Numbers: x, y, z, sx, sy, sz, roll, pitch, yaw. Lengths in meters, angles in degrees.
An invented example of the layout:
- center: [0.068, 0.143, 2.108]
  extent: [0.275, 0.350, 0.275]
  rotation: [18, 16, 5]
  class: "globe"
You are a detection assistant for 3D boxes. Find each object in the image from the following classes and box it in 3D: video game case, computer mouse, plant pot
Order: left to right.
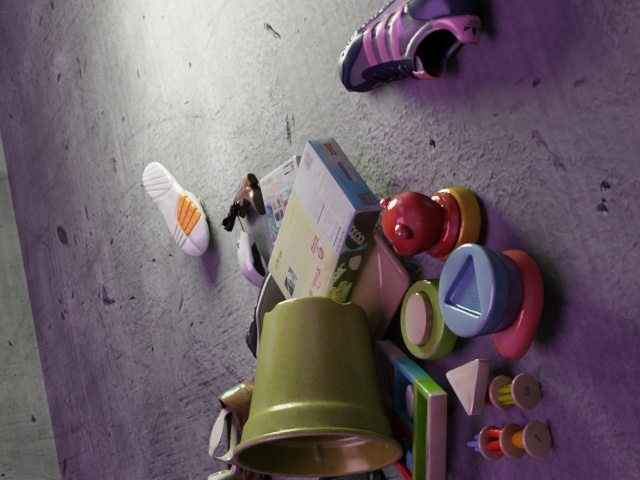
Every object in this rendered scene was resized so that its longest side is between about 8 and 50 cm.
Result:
- center: [-0.162, 0.018, 2.060]
  extent: [0.193, 0.042, 0.106]
  rotation: [66, 152, 11]
  class: "computer mouse"
- center: [-0.068, -0.078, 1.950]
  extent: [0.157, 0.019, 0.143]
  rotation: [-27, 72, 55]
  class: "video game case"
- center: [-0.007, 0.241, 1.627]
  extent: [0.276, 0.276, 0.253]
  rotation: [-41, 44, 52]
  class: "plant pot"

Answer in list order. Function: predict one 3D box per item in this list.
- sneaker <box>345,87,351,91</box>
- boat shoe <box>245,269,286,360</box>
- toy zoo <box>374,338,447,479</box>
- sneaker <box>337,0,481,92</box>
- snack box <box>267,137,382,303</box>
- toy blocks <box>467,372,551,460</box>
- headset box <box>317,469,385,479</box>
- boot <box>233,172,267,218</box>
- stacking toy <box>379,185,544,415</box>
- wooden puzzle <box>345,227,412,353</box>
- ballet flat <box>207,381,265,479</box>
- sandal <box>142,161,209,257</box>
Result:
- center: [0.071, -0.298, 1.677]
  extent: [0.043, 0.040, 0.109]
  rotation: [58, 140, 32]
  class: "sneaker"
- center: [-0.111, 0.145, 1.992]
  extent: [0.079, 0.084, 0.233]
  rotation: [45, 134, 45]
  class: "boat shoe"
- center: [0.137, 0.288, 1.617]
  extent: [0.293, 0.030, 0.192]
  rotation: [-142, 49, -68]
  class: "toy zoo"
- center: [0.132, -0.291, 1.515]
  extent: [0.319, 0.112, 0.131]
  rotation: [-38, 60, 54]
  class: "sneaker"
- center: [0.000, 0.000, 1.736]
  extent: [0.187, 0.060, 0.322]
  rotation: [58, 143, 36]
  class: "snack box"
- center: [0.266, 0.265, 1.444]
  extent: [0.148, 0.054, 0.123]
  rotation: [-24, 75, 57]
  class: "toy blocks"
- center: [0.059, 0.589, 1.749]
  extent: [0.283, 0.131, 0.246]
  rotation: [64, 142, 29]
  class: "headset box"
- center: [-0.153, -0.072, 2.071]
  extent: [0.114, 0.037, 0.106]
  rotation: [-53, 47, 48]
  class: "boot"
- center: [0.172, 0.086, 1.440]
  extent: [0.309, 0.130, 0.279]
  rotation: [52, 131, 52]
  class: "stacking toy"
- center: [0.076, 0.067, 1.731]
  extent: [0.221, 0.044, 0.238]
  rotation: [57, 143, 36]
  class: "wooden puzzle"
- center: [-0.186, 0.480, 2.124]
  extent: [0.116, 0.124, 0.342]
  rotation: [18, 110, 56]
  class: "ballet flat"
- center: [-0.324, -0.081, 2.297]
  extent: [0.102, 0.076, 0.265]
  rotation: [-43, 69, 26]
  class: "sandal"
